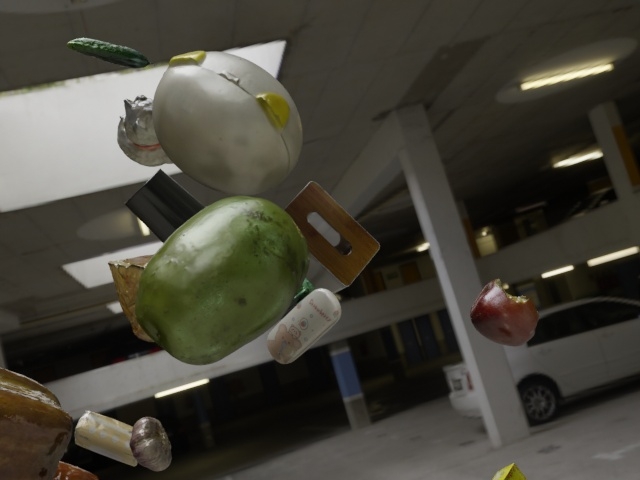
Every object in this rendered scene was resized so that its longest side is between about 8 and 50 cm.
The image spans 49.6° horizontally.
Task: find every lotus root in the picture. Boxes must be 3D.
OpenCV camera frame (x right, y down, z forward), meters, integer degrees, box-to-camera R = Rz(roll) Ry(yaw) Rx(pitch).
[{"bbox_3d":[-0.613,0.387,1.278,0.249,0.316,0.316,16,-24,-28],"label":"lotus root"}]

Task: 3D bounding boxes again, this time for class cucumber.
[{"bbox_3d":[-0.403,-0.362,1.342,0.167,0.039,0.039,11,-18,-22],"label":"cucumber"}]

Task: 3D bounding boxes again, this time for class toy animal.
[{"bbox_3d":[-0.491,-0.326,1.898,0.188,0.308,0.266,4,-40,-46],"label":"toy animal"}]

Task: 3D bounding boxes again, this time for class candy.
[{"bbox_3d":[-0.060,0.150,1.787,0.119,0.119,0.440,-18,1,13],"label":"candy"}]

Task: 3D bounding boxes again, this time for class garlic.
[{"bbox_3d":[-0.498,0.594,2.017,0.102,0.159,0.147,-24,1,1],"label":"garlic"}]

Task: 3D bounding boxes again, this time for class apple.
[{"bbox_3d":[0.455,0.188,1.714,0.147,0.158,0.156,-49,-6,-23],"label":"apple"}]

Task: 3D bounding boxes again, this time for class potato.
[{"bbox_3d":[-0.144,0.052,1.064,0.215,0.216,0.304,-24,9,45],"label":"potato"}]

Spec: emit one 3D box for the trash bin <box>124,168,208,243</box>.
[{"bbox_3d":[-0.491,-0.074,2.392,0.214,0.334,0.214,-40,14,12],"label":"trash bin"}]

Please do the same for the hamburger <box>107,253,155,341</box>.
[{"bbox_3d":[-0.364,0.132,1.623,0.329,0.209,0.162,-1,14,45],"label":"hamburger"}]

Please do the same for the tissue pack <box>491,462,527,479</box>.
[{"bbox_3d":[0.497,0.651,1.702,0.062,0.176,0.095,-43,-13,35],"label":"tissue pack"}]

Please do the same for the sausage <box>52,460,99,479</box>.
[{"bbox_3d":[-0.580,0.530,1.433,0.267,0.153,0.141,20,19,-6],"label":"sausage"}]

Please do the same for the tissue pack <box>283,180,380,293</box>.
[{"bbox_3d":[-0.001,0.001,1.770,0.159,0.246,0.136,-49,4,-27],"label":"tissue pack"}]

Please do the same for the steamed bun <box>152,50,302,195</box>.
[{"bbox_3d":[-0.220,-0.277,1.649,0.334,0.373,0.334,-58,-8,-13],"label":"steamed bun"}]

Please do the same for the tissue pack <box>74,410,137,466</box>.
[{"bbox_3d":[-0.671,0.633,2.215,0.222,0.090,0.186,23,-35,-7],"label":"tissue pack"}]

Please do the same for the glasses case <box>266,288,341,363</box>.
[{"bbox_3d":[-0.036,0.178,1.424,0.204,0.081,0.051,-47,-24,27],"label":"glasses case"}]
